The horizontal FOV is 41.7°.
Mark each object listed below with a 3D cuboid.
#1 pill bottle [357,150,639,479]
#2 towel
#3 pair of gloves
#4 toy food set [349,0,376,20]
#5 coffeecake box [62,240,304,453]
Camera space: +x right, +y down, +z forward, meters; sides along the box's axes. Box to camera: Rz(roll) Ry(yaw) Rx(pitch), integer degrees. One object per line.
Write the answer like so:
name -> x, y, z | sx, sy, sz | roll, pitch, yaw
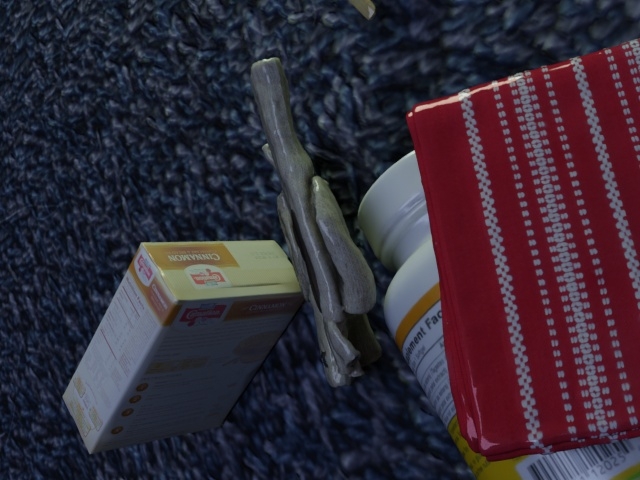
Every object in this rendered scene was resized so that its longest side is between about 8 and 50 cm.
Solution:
pill bottle -> 0.122, 0.059, 0.496 | 0.136, 0.136, 0.245 | -48, 59, 34
towel -> 0.185, -0.013, 0.405 | 0.275, 0.031, 0.198 | -14, 68, 14
pair of gloves -> 0.000, 0.000, 0.594 | 0.240, 0.042, 0.204 | 90, 163, -77
toy food set -> 0.063, -0.228, 0.632 | 0.122, 0.019, 0.078 | -51, 58, 23
coffeecake box -> -0.116, 0.089, 0.724 | 0.068, 0.142, 0.185 | 52, 124, 31
